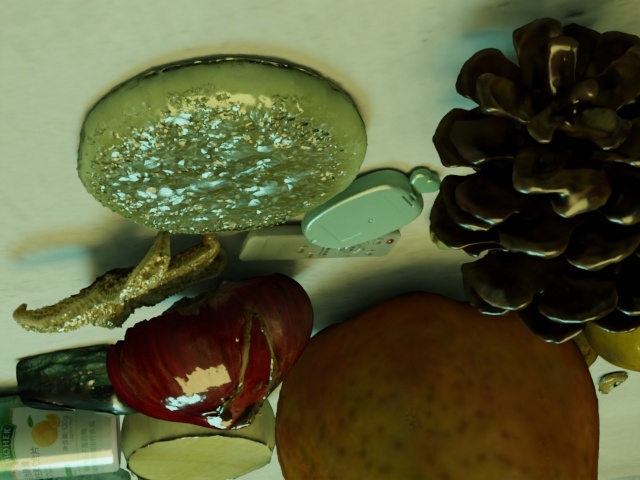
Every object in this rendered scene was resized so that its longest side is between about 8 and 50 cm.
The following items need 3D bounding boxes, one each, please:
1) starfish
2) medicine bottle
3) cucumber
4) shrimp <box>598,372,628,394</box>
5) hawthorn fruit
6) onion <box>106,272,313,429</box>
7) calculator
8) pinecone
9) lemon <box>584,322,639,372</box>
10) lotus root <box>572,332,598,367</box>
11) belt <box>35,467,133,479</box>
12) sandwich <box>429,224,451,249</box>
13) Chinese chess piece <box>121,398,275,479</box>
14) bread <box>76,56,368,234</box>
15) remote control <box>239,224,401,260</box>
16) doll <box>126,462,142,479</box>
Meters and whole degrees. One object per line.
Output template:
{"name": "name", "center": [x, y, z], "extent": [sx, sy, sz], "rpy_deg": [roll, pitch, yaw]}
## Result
{"name": "starfish", "center": [-0.213, 0.054, 0.987], "extent": [0.238, 0.071, 0.216], "rpy_deg": [-14, 164, -10]}
{"name": "medicine bottle", "center": [-0.447, 0.300, 1.397], "extent": [0.274, 0.133, 0.133], "rpy_deg": [-3, 155, -9]}
{"name": "cucumber", "center": [-0.325, 0.205, 1.286], "extent": [0.193, 0.085, 0.115], "rpy_deg": [1, 151, 5]}
{"name": "shrimp", "center": [0.572, 0.279, 1.786], "extent": [0.059, 0.023, 0.108], "rpy_deg": [-20, 155, 6]}
{"name": "hawthorn fruit", "center": [0.155, 0.306, 1.220], "extent": [0.472, 0.471, 0.471], "rpy_deg": [-6, 155, -3]}
{"name": "onion", "center": [-0.120, 0.123, 1.041], "extent": [0.248, 0.161, 0.248], "rpy_deg": [-9, -169, 2]}
{"name": "calculator", "center": [0.052, -0.033, 0.938], "extent": [0.153, 0.021, 0.095], "rpy_deg": [-23, 146, 21]}
{"name": "pinecone", "center": [0.200, -0.048, 0.746], "extent": [0.244, 0.244, 0.309], "rpy_deg": [-15, 139, 16]}
{"name": "lemon", "center": [0.421, 0.088, 1.160], "extent": [0.170, 0.170, 0.207], "rpy_deg": [-6, 163, -3]}
{"name": "lotus root", "center": [0.319, 0.191, 1.436], "extent": [0.259, 0.097, 0.110], "rpy_deg": [-16, 157, 27]}
{"name": "belt", "center": [-0.494, 0.491, 1.751], "extent": [0.258, 0.150, 0.207], "rpy_deg": [-3, 149, 17]}
{"name": "sandwich", "center": [0.167, -0.023, 0.991], "extent": [0.093, 0.035, 0.105], "rpy_deg": [-1, 156, -16]}
{"name": "Chinese chess piece", "center": [-0.201, 0.322, 1.520], "extent": [0.257, 0.104, 0.257], "rpy_deg": [-5, 149, -3]}
{"name": "bread", "center": [-0.085, -0.069, 0.813], "extent": [0.267, 0.040, 0.267], "rpy_deg": [-6, 155, -3]}
{"name": "remote control", "center": [0.000, 0.000, 1.008], "extent": [0.184, 0.027, 0.050], "rpy_deg": [0, 149, -26]}
{"name": "doll", "center": [-0.262, 0.423, 1.742], "extent": [0.155, 0.113, 0.275], "rpy_deg": [18, 146, -38]}
